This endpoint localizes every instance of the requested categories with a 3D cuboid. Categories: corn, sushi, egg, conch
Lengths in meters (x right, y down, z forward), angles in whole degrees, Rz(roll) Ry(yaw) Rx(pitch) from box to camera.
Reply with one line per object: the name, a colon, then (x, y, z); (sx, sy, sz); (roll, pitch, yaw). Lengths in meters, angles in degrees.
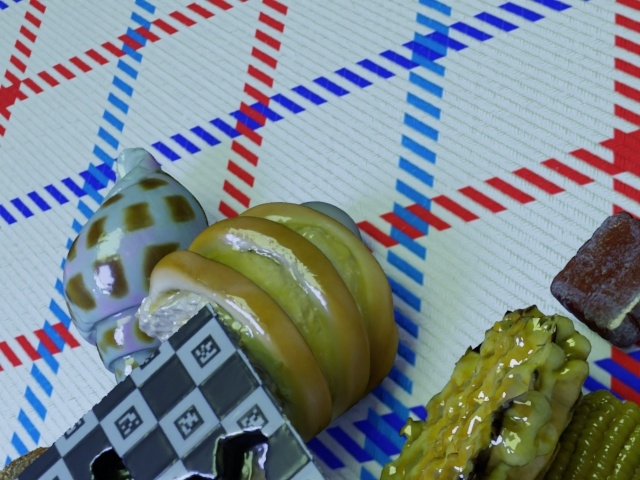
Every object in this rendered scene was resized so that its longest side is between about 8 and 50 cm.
corn: (0.242, 0.317, 1.572); (0.131, 0.131, 0.344); (12, 68, 48)
sushi: (-0.160, 0.303, 1.763); (0.343, 0.064, 0.359); (-43, 50, 5)
egg: (0.000, 0.000, 2.103); (0.103, 0.103, 0.135); (-52, 41, -8)
conch: (-0.265, 0.045, 2.244); (0.249, 0.197, 0.368); (124, 170, -71)

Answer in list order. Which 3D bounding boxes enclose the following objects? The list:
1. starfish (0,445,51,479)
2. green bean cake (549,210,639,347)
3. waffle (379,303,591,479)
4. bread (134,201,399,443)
starfish: (-0.467, 0.398, 2.120); (0.301, 0.084, 0.293); (-9, 39, -14)
green bean cake: (0.347, 0.046, 1.775); (0.135, 0.056, 0.136); (-46, 37, -2)
waffle: (0.149, 0.233, 1.647); (0.379, 0.095, 0.382); (-58, 7, -7)
bread: (-0.055, 0.084, 1.937); (0.270, 0.211, 0.316); (-37, 59, -21)
